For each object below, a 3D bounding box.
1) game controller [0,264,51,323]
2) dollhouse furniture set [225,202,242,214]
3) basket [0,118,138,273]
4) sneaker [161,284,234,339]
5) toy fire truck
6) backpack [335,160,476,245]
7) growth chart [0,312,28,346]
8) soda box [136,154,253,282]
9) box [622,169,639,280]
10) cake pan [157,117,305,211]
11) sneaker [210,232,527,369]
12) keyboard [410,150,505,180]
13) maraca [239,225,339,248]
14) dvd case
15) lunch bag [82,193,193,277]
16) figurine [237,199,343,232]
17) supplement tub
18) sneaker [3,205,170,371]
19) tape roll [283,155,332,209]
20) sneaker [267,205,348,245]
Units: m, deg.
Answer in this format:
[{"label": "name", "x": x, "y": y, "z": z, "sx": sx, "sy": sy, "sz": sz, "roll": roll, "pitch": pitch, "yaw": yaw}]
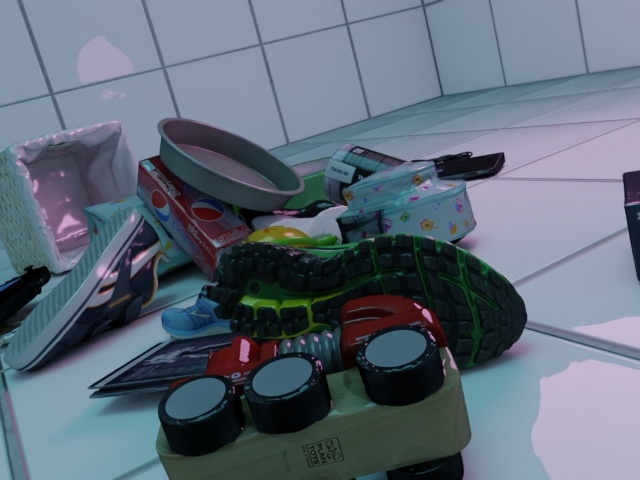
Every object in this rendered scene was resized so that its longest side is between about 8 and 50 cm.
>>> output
[{"label": "game controller", "x": -0.624, "y": 0.121, "z": 1.270, "sx": 0.167, "sy": 0.067, "sz": 0.319, "roll": -16, "pitch": 11, "yaw": 1}, {"label": "dollhouse furniture set", "x": -0.374, "y": -0.127, "z": 1.899, "sx": 0.198, "sy": 0.151, "sz": 0.302, "roll": -23, "pitch": 15, "yaw": -30}, {"label": "basket", "x": -0.663, "y": -0.112, "z": 1.781, "sx": 0.267, "sy": 0.331, "sz": 0.328, "roll": -6, "pitch": 16, "yaw": 41}, {"label": "sneaker", "x": -0.153, "y": 0.093, "z": 0.940, "sx": 0.162, "sy": 0.073, "sz": 0.063, "roll": -8, "pitch": 15, "yaw": 27}, {"label": "toy fire truck", "x": -0.005, "y": 0.120, "z": 0.577, "sx": 0.217, "sy": 0.158, "sz": 0.246, "roll": -15, "pitch": 24, "yaw": 2}, {"label": "backpack", "x": 0.136, "y": -0.045, "z": 1.045, "sx": 0.189, "sy": 0.144, "sz": 0.166, "roll": -1, "pitch": 14, "yaw": 38}, {"label": "growth chart", "x": -0.576, "y": 0.163, "z": 1.230, "sx": 0.237, "sy": 0.021, "sz": 0.172, "roll": -6, "pitch": 15, "yaw": 40}, {"label": "soda box", "x": -0.236, "y": -0.049, "z": 1.258, "sx": 0.084, "sy": 0.092, "sz": 0.263, "roll": -24, "pitch": 57, "yaw": -36}, {"label": "box", "x": 0.428, "y": -0.030, "z": 0.762, "sx": 0.156, "sy": 0.093, "sz": 0.158, "roll": -8, "pitch": 14, "yaw": 26}, {"label": "cake pan", "x": -0.171, "y": -0.140, "z": 1.273, "sx": 0.293, "sy": 0.054, "sz": 0.293, "roll": 24, "pitch": 19, "yaw": -9}, {"label": "sneaker", "x": 0.055, "y": 0.054, "z": 0.746, "sx": 0.344, "sy": 0.134, "sz": 0.146, "roll": 7, "pitch": 2, "yaw": 32}, {"label": "keyboard", "x": 0.273, "y": -0.162, "z": 1.603, "sx": 0.317, "sy": 0.033, "sz": 0.201, "roll": -7, "pitch": 22, "yaw": 28}, {"label": "maraca", "x": -0.054, "y": 0.027, "z": 1.049, "sx": 0.186, "sy": 0.099, "sz": 0.127, "roll": -8, "pitch": -23, "yaw": -38}, {"label": "dvd case", "x": -0.138, "y": 0.141, "z": 0.814, "sx": 0.221, "sy": 0.018, "sz": 0.164, "roll": -10, "pitch": 7, "yaw": 18}, {"label": "lunch bag", "x": -0.323, "y": -0.010, "z": 1.377, "sx": 0.224, "sy": 0.160, "sz": 0.262, "roll": -19, "pitch": 25, "yaw": -33}, {"label": "figurine", "x": -0.036, "y": -0.031, "z": 1.305, "sx": 0.210, "sy": 0.092, "sz": 0.215, "roll": -14, "pitch": 14, "yaw": -14}, {"label": "supplement tub", "x": 0.111, "y": -0.100, "z": 1.248, "sx": 0.191, "sy": 0.116, "sz": 0.117, "roll": 22, "pitch": 32, "yaw": 29}, {"label": "sneaker", "x": -0.348, "y": 0.095, "z": 1.078, "sx": 0.126, "sy": 0.127, "sz": 0.321, "roll": -10, "pitch": 38, "yaw": 43}, {"label": "tape roll", "x": -0.043, "y": -0.149, "z": 1.787, "sx": 0.322, "sy": 0.077, "sz": 0.321, "roll": -15, "pitch": 14, "yaw": 4}, {"label": "sneaker", "x": 0.000, "y": 0.000, "z": 1.175, "sx": 0.212, "sy": 0.080, "sz": 0.094, "roll": -6, "pitch": -30, "yaw": -17}]
